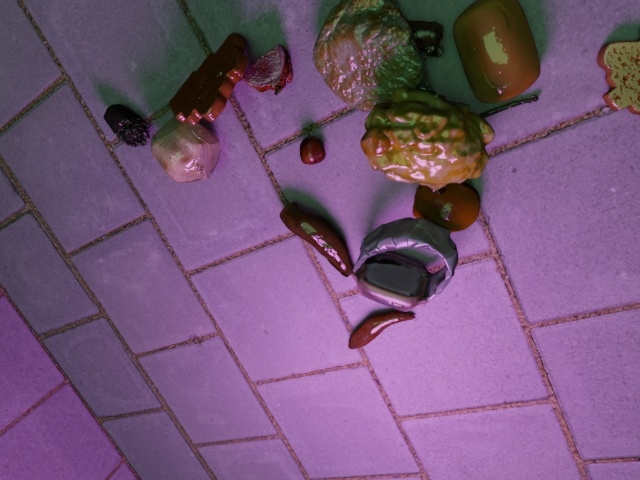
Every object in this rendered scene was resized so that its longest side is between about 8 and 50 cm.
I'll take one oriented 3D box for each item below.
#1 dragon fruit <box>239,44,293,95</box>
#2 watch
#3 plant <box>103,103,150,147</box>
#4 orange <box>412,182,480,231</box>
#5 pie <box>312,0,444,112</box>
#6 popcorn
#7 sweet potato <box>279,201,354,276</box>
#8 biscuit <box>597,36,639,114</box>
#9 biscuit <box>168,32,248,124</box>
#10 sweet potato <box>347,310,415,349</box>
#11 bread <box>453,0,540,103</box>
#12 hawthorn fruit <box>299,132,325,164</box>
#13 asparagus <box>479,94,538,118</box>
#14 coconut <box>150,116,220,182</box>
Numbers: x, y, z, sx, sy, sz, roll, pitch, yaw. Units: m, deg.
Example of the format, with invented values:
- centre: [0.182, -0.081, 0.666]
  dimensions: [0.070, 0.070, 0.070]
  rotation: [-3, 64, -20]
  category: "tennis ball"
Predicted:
- centre: [-0.127, -0.418, 1.091]
  dimensions: [0.147, 0.102, 0.096]
  rotation: [-28, 103, 24]
  category: "dragon fruit"
- centre: [0.218, 0.051, 1.096]
  dimensions: [0.253, 0.162, 0.241]
  rotation: [18, 139, 11]
  category: "watch"
- centre: [-0.587, -0.350, 1.298]
  dimensions: [0.143, 0.092, 0.094]
  rotation: [46, 112, 3]
  category: "plant"
- centre: [0.315, -0.088, 1.070]
  dimensions: [0.170, 0.112, 0.160]
  rotation: [-20, 104, 15]
  category: "orange"
- centre: [0.120, -0.428, 0.990]
  dimensions: [0.274, 0.105, 0.257]
  rotation: [33, 129, 4]
  category: "pie"
- centre: [0.237, -0.225, 0.959]
  dimensions: [0.286, 0.252, 0.215]
  rotation: [19, 106, 5]
  category: "popcorn"
- centre: [0.004, -0.005, 1.242]
  dimensions: [0.286, 0.085, 0.112]
  rotation: [41, 155, -13]
  category: "sweet potato"
- centre: [0.691, -0.353, 0.844]
  dimensions: [0.238, 0.041, 0.212]
  rotation: [-39, 90, 30]
  category: "biscuit"
- centre: [-0.297, -0.400, 1.109]
  dimensions: [0.306, 0.284, 0.043]
  rotation: [-9, 150, 40]
  category: "biscuit"
- centre: [0.167, 0.272, 1.313]
  dimensions: [0.255, 0.058, 0.078]
  rotation: [-37, 113, 27]
  category: "sweet potato"
- centre: [0.375, -0.406, 0.907]
  dimensions: [0.147, 0.098, 0.217]
  rotation: [-24, 104, 24]
  category: "bread"
- centre: [-0.024, -0.241, 1.146]
  dimensions: [0.077, 0.077, 0.077]
  rotation: [8, 115, 17]
  category: "hawthorn fruit"
- centre: [0.431, -0.306, 0.976]
  dimensions: [0.127, 0.015, 0.018]
  rotation: [-14, 117, 26]
  category: "asparagus"
- centre: [-0.376, -0.250, 1.211]
  dimensions: [0.194, 0.194, 0.194]
  rotation: [8, 115, 17]
  category: "coconut"
